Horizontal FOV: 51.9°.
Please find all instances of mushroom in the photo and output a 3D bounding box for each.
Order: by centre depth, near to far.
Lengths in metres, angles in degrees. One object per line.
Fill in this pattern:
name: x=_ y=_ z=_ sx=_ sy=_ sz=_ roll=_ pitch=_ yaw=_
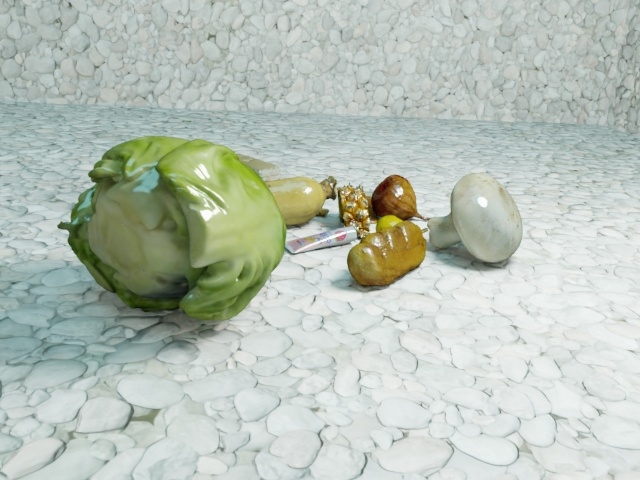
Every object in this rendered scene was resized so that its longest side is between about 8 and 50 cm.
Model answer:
mushroom: x=0.392 y=-0.043 z=1.691 sx=0.243 sy=0.244 sz=0.243 roll=4 pitch=20 yaw=-1

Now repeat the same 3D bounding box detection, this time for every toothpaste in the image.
toothpaste: x=0.000 y=0.000 z=1.695 sx=0.194 sy=0.043 sz=0.067 roll=-13 pitch=28 yaw=-25

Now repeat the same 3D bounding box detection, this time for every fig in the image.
fig: x=0.254 y=-0.104 z=1.951 sx=0.201 sy=0.134 sz=0.146 roll=28 pitch=46 yaw=-19

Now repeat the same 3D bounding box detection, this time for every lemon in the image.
lemon: x=0.191 y=-0.021 z=1.725 sx=0.082 sy=0.082 sz=0.111 roll=-9 pitch=36 yaw=-31

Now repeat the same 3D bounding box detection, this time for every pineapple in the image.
pineapple: x=0.086 y=-0.099 z=1.838 sx=0.079 sy=0.135 sz=0.233 roll=0 pitch=22 yaw=-9

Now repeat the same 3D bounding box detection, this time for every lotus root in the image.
lotus root: x=-0.098 y=-0.105 z=1.816 sx=0.303 sy=0.131 sz=0.146 roll=-10 pitch=8 yaw=-12

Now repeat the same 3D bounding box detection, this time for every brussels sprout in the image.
brussels sprout: x=-0.259 y=-0.041 z=1.305 sx=0.425 sy=0.343 sz=0.361 roll=15 pitch=29 yaw=32

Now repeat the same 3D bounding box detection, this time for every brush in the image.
brush: x=0.158 y=-0.105 z=2.042 sx=0.090 sy=0.017 sz=0.314 roll=3 pitch=21 yaw=4

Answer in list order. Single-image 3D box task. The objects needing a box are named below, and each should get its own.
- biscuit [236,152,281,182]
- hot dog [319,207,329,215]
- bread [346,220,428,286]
biscuit: x=-0.254 y=-0.251 z=2.288 sx=0.238 sy=0.062 sz=0.108 roll=20 pitch=26 yaw=39
hot dog: x=-0.044 y=-0.091 z=1.943 sx=0.136 sy=0.028 sz=0.044 roll=10 pitch=-5 yaw=10
bread: x=0.174 y=0.023 z=1.576 sx=0.083 sy=0.124 sz=0.344 roll=-18 pitch=4 yaw=38
